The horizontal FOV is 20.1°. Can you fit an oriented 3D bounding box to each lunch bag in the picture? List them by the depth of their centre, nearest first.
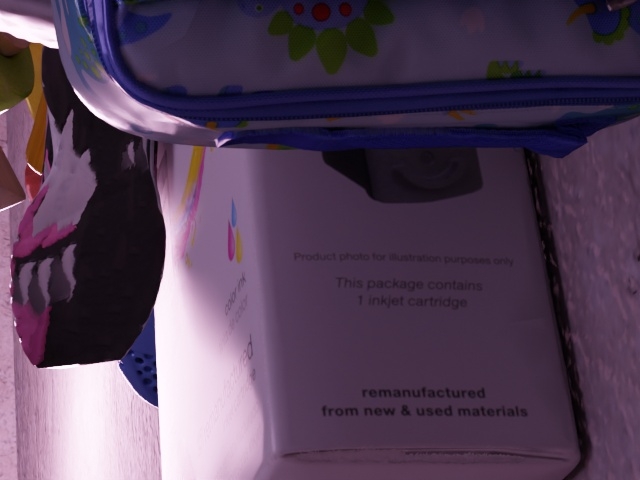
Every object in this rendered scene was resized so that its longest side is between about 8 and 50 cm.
[{"bbox_3d":[0.025,-0.114,0.561,0.090,0.219,0.176,160,108,-75],"label":"lunch bag"}]

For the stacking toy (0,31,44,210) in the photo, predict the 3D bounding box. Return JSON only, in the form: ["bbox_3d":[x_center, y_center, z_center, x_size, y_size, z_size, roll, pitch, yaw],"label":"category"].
[{"bbox_3d":[-0.164,-0.091,1.313,0.279,0.130,0.309,53,-164,-53],"label":"stacking toy"}]

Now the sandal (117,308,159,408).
[{"bbox_3d":[-0.063,0.006,1.087,0.317,0.126,0.138,104,157,-44],"label":"sandal"}]

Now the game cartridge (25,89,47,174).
[{"bbox_3d":[-0.071,-0.228,0.978,0.324,0.052,0.285,113,176,-48],"label":"game cartridge"}]

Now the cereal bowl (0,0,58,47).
[{"bbox_3d":[-0.057,-0.226,0.706,0.141,0.339,0.339,87,-178,-80],"label":"cereal bowl"}]

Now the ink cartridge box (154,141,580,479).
[{"bbox_3d":[0.000,0.000,0.821,0.226,0.131,0.306,116,151,-57],"label":"ink cartridge box"}]

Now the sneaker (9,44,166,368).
[{"bbox_3d":[-0.102,-0.026,0.860,0.077,0.072,0.178,-150,69,-88],"label":"sneaker"}]
